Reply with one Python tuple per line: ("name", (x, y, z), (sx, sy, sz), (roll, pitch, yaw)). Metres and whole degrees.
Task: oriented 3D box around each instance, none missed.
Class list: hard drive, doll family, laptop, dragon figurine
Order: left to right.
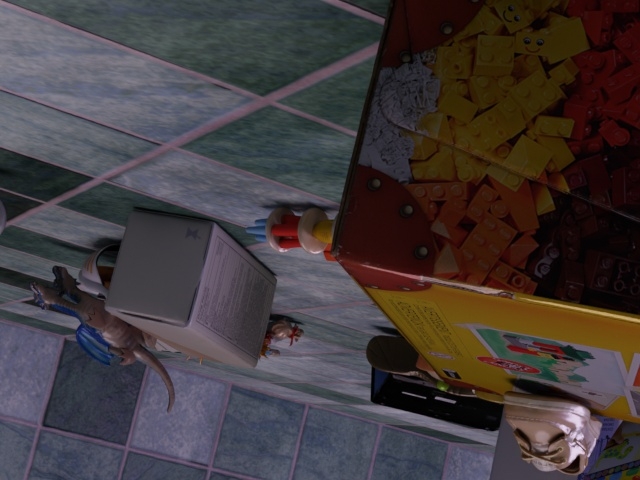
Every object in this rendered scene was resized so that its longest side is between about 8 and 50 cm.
("dragon figurine", (-0.333, 0.147, 2.102), (0.289, 0.085, 0.144), (47, 158, -20))
("doll family", (-0.161, 0.173, 2.314), (0.263, 0.118, 0.163), (17, 167, -18))
("laptop", (0.218, 0.246, 2.355), (0.234, 0.136, 0.264), (13, 155, -4))
("hard drive", (0.340, 0.343, 2.075), (0.040, 0.318, 0.210), (18, 167, -21))

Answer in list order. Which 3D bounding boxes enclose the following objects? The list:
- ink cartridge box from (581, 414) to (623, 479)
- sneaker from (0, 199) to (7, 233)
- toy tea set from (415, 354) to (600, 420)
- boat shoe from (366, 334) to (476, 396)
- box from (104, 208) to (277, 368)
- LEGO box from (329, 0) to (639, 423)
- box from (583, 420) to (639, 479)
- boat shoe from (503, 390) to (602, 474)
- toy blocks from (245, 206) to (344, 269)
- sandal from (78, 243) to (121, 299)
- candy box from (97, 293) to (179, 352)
("ink cartridge box", (0.520, 0.366, 2.198), (0.168, 0.232, 0.171), (16, 167, -13))
("sneaker", (-0.486, -0.040, 1.740), (0.256, 0.094, 0.151), (18, 166, 26))
("toy tea set", (0.263, 0.225, 1.957), (0.200, 0.124, 0.336), (6, -175, -17))
("boat shoe", (0.189, 0.198, 2.177), (0.224, 0.080, 0.073), (12, -168, 19))
("box", (-0.167, 0.072, 1.804), (0.121, 0.148, 0.311), (10, 166, 16))
("LEGO box", (0.252, 0.014, 0.958), (0.373, 0.193, 0.500), (10, 168, 15))
("box", (0.548, 0.374, 1.854), (0.290, 0.279, 0.177), (46, 157, -16))
("boat shoe", (0.196, 0.166, 1.114), (0.063, 0.059, 0.170), (6, 167, 32))
("toy blocks", (0.000, 0.000, 1.503), (0.148, 0.054, 0.123), (2, 163, 42))
("sandal", (-0.284, 0.045, 1.954), (0.102, 0.076, 0.265), (1, -172, -24))
("candy box", (-0.230, 0.113, 2.122), (0.233, 0.071, 0.159), (-1, 141, 49))
